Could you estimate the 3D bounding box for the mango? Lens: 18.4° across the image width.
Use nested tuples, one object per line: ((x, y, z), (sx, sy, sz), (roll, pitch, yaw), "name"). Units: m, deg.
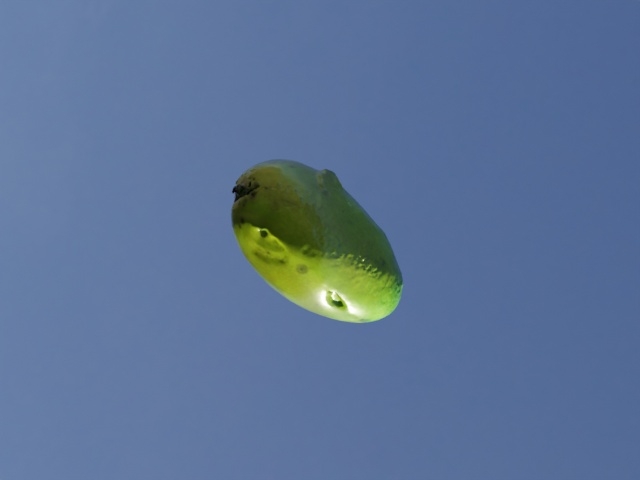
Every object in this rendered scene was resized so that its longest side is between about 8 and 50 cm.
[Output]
((0.001, 0.000, 1.691), (0.100, 0.178, 0.119), (-40, -164, 34), "mango")
